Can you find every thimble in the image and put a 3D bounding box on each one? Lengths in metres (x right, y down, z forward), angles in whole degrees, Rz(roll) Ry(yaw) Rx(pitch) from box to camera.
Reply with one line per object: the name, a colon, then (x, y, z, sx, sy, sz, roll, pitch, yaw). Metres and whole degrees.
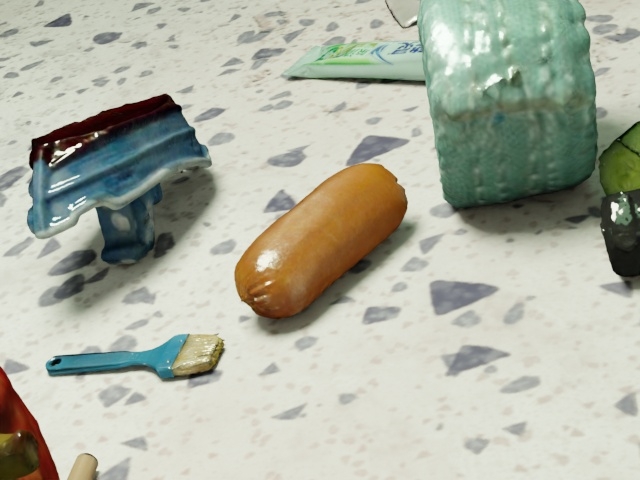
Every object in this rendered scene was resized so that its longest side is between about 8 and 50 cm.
thimble: (0.165, -0.133, 1.157, 0.143, 0.198, 0.235, -9, 3, 7)

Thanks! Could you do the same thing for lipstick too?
lipstick: (-0.184, 0.193, 0.957, 0.019, 0.019, 0.094, -8, 30, 14)

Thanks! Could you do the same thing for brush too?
brush: (-0.162, 0.101, 1.111, 0.164, 0.014, 0.051, -6, 29, 19)

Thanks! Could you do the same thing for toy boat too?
toy boat: (-0.193, -0.055, 1.283, 0.129, 0.142, 0.309, -5, 14, 23)

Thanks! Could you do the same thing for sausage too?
sausage: (0.000, 0.000, 1.146, 0.076, 0.076, 0.197, 13, 41, 41)

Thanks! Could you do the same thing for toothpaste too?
toothpaste: (0.084, -0.205, 1.493, 0.297, 0.048, 0.075, 7, 39, 41)

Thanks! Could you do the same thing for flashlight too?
flashlight: (0.336, -0.020, 1.013, 0.232, 0.093, 0.093, -12, 29, 19)

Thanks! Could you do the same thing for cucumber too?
cucumber: (0.333, -0.092, 1.163, 0.078, 0.062, 0.211, 43, 50, 19)

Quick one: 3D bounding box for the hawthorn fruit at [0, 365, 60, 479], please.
hawthorn fruit: (-0.277, 0.168, 0.790, 0.307, 0.265, 0.265, -16, 25, 31)

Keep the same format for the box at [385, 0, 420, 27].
box: (0.162, -0.421, 1.573, 0.291, 0.206, 0.262, 4, 56, 47)
